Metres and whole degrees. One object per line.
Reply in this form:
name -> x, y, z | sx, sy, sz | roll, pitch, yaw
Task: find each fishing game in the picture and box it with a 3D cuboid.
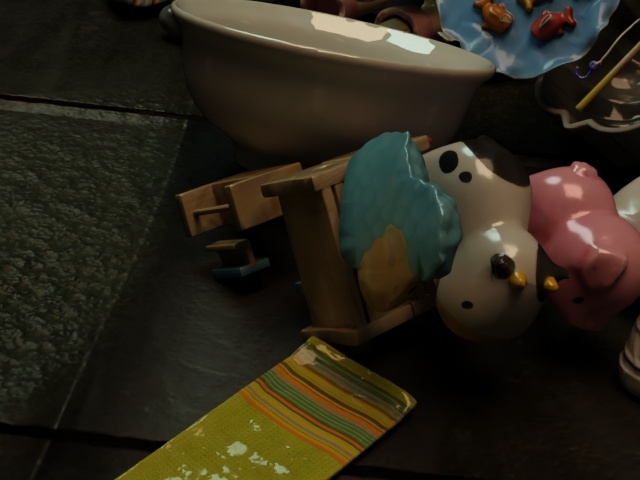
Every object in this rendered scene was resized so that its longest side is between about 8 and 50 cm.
fishing game -> 0.198, -0.251, 1.179 | 0.264, 0.189, 0.041 | 50, 5, 18

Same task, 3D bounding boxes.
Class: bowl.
bowl -> 0.002, -0.127, 1.107 | 0.297, 0.134, 0.298 | 10, 15, -3

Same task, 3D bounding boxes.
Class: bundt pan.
bundt pan -> 0.379, -0.194, 1.199 | 0.330, 0.124, 0.331 | -30, 34, 23

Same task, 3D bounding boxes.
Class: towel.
towel -> -0.042, 0.140, 0.806 | 0.102, 0.021, 0.237 | 25, 37, 30

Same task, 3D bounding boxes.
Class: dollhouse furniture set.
dollhouse furniture set -> 0.000, 0.000, 0.979 | 0.129, 0.129, 0.183 | -22, 11, -37

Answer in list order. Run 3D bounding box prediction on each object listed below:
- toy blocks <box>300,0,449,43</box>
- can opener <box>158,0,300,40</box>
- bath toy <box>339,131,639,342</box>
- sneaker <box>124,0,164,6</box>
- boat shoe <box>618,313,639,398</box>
toy blocks -> 0.108, -0.313, 1.320 | 0.309, 0.289, 0.260 | 27, 34, 27
can opener -> -0.078, -0.312, 1.475 | 0.093, 0.074, 0.280 | 48, 48, 8
bath toy -> 0.186, 0.001, 0.910 | 0.348, 0.152, 0.129 | 3, -7, -34
sneaker -> -0.173, -0.336, 1.511 | 0.214, 0.084, 0.083 | -11, 18, -34
boat shoe -> 0.325, 0.106, 0.862 | 0.226, 0.076, 0.083 | 17, 34, 18
